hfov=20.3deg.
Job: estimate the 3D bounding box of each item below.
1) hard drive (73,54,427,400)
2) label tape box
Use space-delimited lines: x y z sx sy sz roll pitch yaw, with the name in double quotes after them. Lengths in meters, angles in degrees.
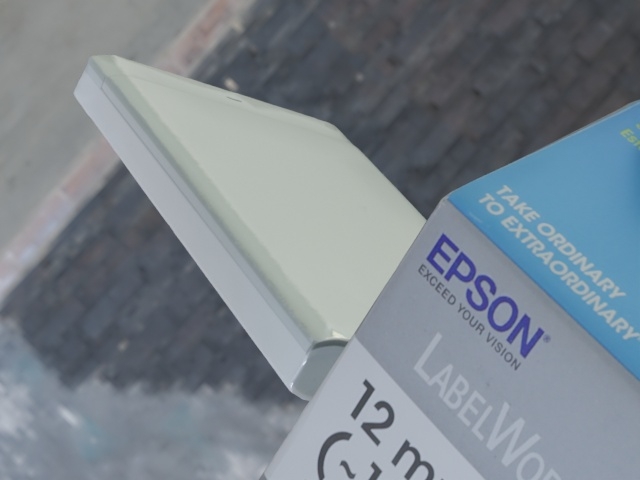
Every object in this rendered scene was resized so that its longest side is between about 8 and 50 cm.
0.000 0.000 1.033 0.203 0.307 0.040 14 113 -38 "hard drive"
0.120 0.103 0.651 0.115 0.249 0.348 -5 133 -50 "label tape box"
